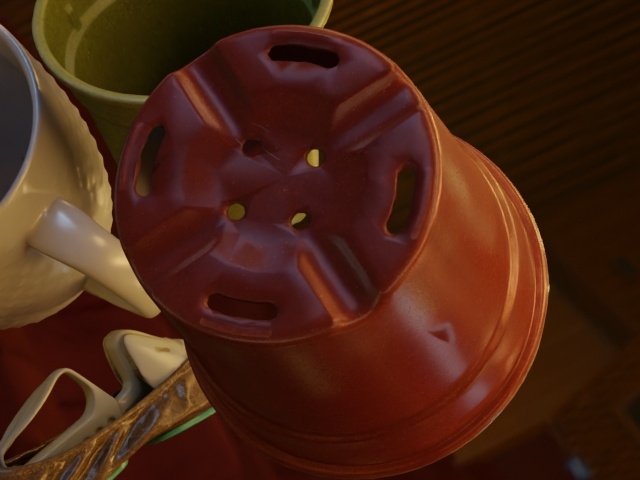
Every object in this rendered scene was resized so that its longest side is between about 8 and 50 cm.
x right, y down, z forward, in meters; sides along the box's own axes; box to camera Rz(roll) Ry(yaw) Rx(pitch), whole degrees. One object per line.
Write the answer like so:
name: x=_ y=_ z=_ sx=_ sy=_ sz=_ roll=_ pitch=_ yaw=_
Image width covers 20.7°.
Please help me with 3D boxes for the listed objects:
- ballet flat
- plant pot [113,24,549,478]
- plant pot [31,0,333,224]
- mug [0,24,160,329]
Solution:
ballet flat: x=-0.204 y=0.164 z=1.685 sx=0.124 sy=0.342 sz=0.116 roll=60 pitch=-26 yaw=-11
plant pot: x=0.000 y=0.000 z=1.145 sx=0.272 sy=0.272 sz=0.265 roll=61 pitch=3 yaw=21
plant pot: x=-0.105 y=-0.132 z=1.650 sx=0.254 sy=0.276 sz=0.276 roll=78 pitch=-15 yaw=-46
mug: x=-0.312 y=-0.028 z=1.746 sx=0.374 sy=0.276 sz=0.328 roll=27 pitch=-11 yaw=20
